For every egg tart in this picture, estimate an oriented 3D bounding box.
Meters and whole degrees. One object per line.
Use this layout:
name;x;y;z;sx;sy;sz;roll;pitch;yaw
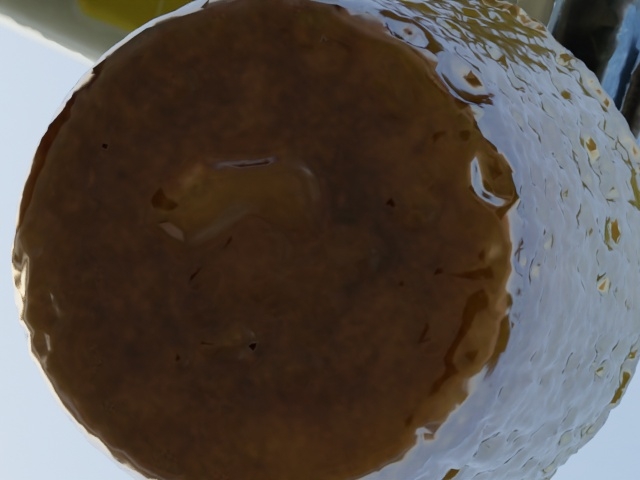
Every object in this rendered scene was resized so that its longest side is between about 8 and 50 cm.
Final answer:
egg tart;0.000;0.000;0.549;0.203;0.147;0.202;-1;-95;15

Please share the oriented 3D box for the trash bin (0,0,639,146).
trash bin;0.024;-0.154;0.947;0.368;0.296;0.255;20;-73;15
